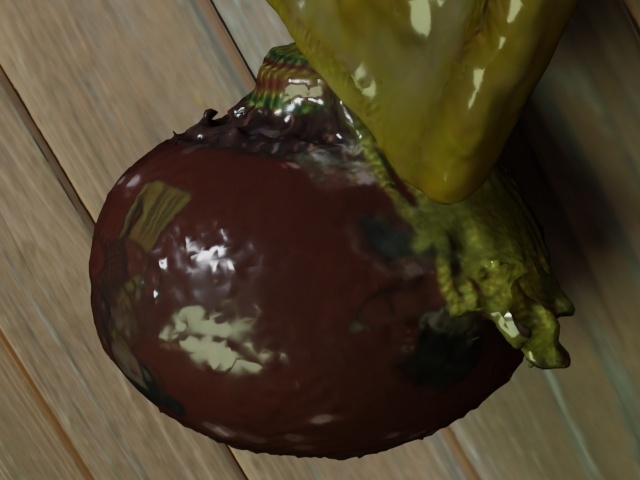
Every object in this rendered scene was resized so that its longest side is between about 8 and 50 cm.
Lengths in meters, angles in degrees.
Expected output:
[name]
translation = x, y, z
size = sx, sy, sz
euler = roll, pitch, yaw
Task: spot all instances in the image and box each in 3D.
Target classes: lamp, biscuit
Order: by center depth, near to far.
[biscuit]
translation = 0.020, -0.123, 0.467
size = 0.183, 0.039, 0.174
euler = 51, 139, 30
[lamp]
translation = 0.000, -0.001, 0.559
size = 0.156, 0.157, 0.135
euler = -127, 34, -76
